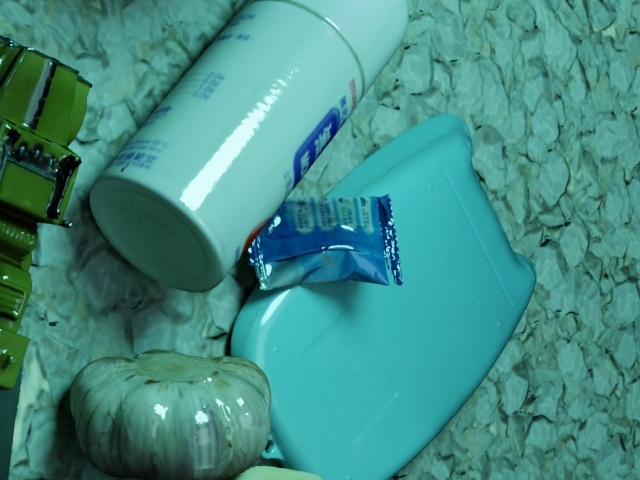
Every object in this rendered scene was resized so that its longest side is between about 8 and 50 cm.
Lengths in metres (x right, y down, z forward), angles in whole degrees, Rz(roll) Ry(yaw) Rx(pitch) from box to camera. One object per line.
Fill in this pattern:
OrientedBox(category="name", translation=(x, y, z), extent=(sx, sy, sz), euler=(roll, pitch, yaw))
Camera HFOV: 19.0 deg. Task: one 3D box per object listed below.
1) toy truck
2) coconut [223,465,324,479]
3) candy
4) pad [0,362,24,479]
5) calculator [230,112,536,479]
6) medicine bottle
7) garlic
OrientedBox(category="toy truck", translation=(-0.241, -0.021, 1.369), extent=(0.127, 0.127, 0.257), euler=(26, 74, -39))
OrientedBox(category="coconut", translation=(-0.054, 0.290, 1.533), extent=(0.237, 0.237, 0.197), euler=(-6, 135, -45))
OrientedBox(category="candy", translation=(0.000, 0.001, 1.641), extent=(0.136, 0.038, 0.088), euler=(-2, 69, -13))
OrientedBox(category="pad", translation=(-0.300, 0.116, 1.405), extent=(0.193, 0.004, 0.116), euler=(12, 81, -45))
OrientedBox(category="calculator", translation=(0.062, 0.069, 1.745), extent=(0.386, 0.054, 0.256), euler=(-45, 120, -31))
OrientedBox(category="medicine bottle", translation=(-0.045, -0.119, 1.580), extent=(0.341, 0.130, 0.130), euler=(-54, 125, -32))
OrientedBox(category="garlic", translation=(-0.114, 0.143, 1.500), extent=(0.159, 0.147, 0.102), euler=(-3, 108, -17))
